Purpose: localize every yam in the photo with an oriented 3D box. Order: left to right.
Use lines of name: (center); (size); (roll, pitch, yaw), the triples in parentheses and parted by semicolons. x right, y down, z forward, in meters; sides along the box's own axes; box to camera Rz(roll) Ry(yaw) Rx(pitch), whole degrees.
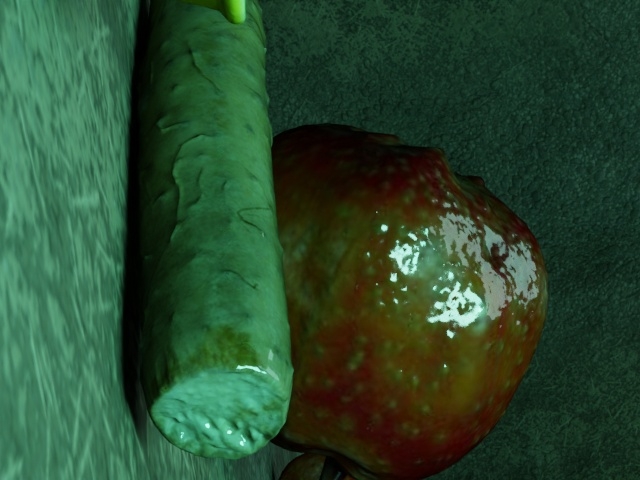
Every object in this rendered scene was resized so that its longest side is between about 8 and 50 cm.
yam: (-0.059, -0.048, 0.638); (0.372, 0.083, 0.083); (-99, -179, -51)

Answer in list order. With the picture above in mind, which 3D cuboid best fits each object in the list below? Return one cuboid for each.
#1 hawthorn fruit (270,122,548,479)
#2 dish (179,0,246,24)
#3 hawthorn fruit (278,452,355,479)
hawthorn fruit: (0.024, 0.076, 0.885); (0.254, 0.254, 0.300); (81, 29, -85)
dish: (-0.073, -0.157, 0.453); (0.208, 0.080, 0.149); (-99, -175, -50)
hawthorn fruit: (0.009, 0.295, 1.387); (0.203, 0.162, 0.163); (-123, -162, -44)
